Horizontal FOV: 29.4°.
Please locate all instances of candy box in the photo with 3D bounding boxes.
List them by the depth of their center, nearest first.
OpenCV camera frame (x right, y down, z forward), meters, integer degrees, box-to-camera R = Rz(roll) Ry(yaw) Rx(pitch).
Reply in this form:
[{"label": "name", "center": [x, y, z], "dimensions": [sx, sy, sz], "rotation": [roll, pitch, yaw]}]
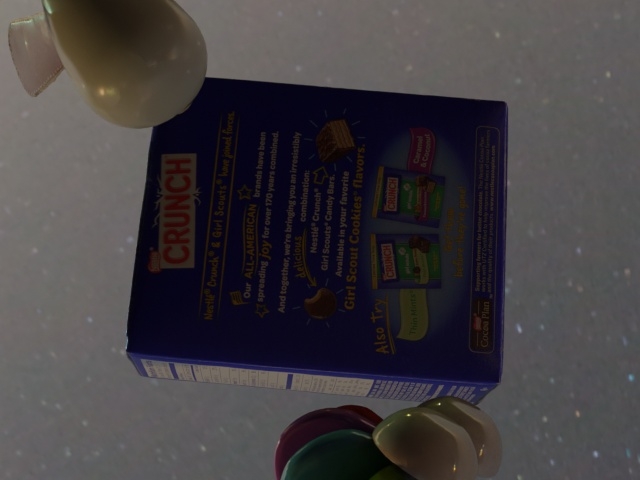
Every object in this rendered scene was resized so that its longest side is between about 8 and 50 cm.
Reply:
[{"label": "candy box", "center": [0.000, 0.000, 1.097], "dimensions": [0.317, 0.122, 0.268], "rotation": [6, -109, -2]}]

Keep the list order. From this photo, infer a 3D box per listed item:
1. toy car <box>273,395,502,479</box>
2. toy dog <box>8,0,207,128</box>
[{"label": "toy car", "center": [0.033, 0.172, 0.857], "dimensions": [0.136, 0.182, 0.159], "rotation": [33, -80, 18]}, {"label": "toy dog", "center": [-0.161, -0.182, 0.748], "dimensions": [0.220, 0.161, 0.333], "rotation": [-18, -114, 15]}]
